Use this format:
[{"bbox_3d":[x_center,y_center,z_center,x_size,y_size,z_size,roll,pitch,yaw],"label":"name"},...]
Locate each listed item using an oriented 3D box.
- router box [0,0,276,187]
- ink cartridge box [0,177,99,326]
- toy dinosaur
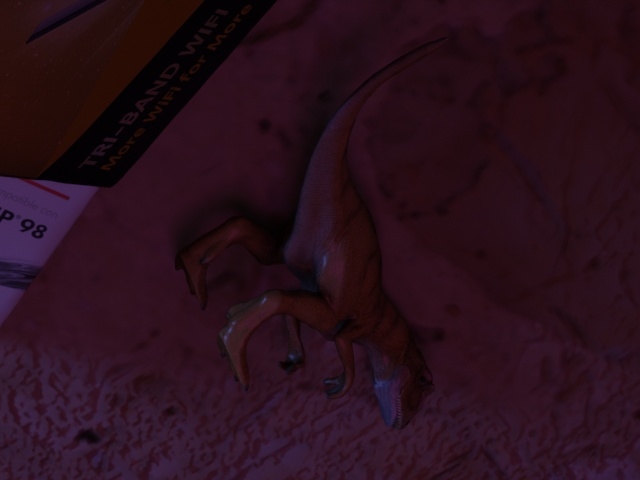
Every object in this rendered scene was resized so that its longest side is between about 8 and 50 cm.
[{"bbox_3d":[-0.048,-0.155,0.572,0.309,0.081,0.243,-48,161,16],"label":"router box"},{"bbox_3d":[-0.152,-0.027,0.774,0.104,0.060,0.180,25,119,-24],"label":"ink cartridge box"},{"bbox_3d":[0.000,0.000,0.828,0.112,0.064,0.211,-24,138,-12],"label":"toy dinosaur"}]
